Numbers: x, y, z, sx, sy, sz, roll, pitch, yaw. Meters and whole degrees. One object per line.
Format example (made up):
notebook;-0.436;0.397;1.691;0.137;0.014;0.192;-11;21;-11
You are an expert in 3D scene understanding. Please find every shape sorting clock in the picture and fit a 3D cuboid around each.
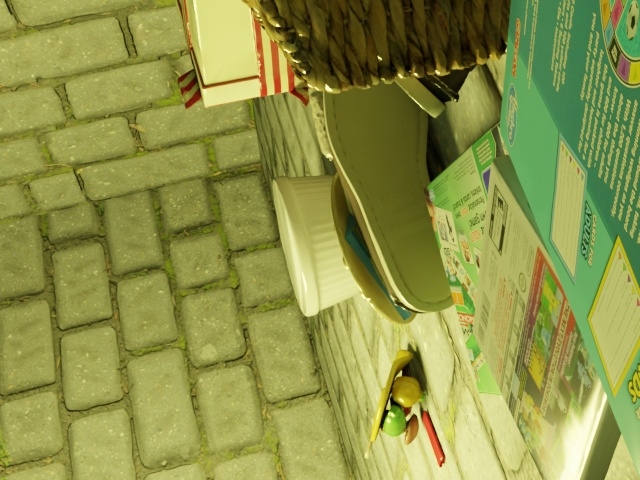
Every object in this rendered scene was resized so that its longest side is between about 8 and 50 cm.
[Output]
shape sorting clock;0.067;0.006;1.086;0.206;0.040;0.206;38;-139;-44

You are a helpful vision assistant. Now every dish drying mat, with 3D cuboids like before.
dish drying mat;0.173;0.302;1.354;0.032;0.008;0.083;89;168;-50

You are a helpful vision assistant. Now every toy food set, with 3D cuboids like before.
toy food set;0.130;0.263;1.407;0.218;0.071;0.128;96;-166;-55

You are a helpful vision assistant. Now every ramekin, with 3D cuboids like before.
ramekin;0.000;0.000;1.680;0.273;0.127;0.272;167;90;-83

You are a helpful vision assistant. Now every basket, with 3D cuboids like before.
basket;0.016;-0.284;0.635;0.223;0.214;0.299;-113;12;-51

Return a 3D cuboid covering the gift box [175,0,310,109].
gift box;-0.106;-0.348;1.355;0.258;0.255;0.276;92;167;-58

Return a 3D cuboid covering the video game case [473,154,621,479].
video game case;0.155;0.072;0.617;0.201;0.023;0.183;86;169;-47

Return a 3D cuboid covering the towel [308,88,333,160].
towel;0.023;-0.214;1.140;0.282;0.049;0.187;-61;-41;-73

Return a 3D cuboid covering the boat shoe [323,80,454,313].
boat shoe;0.075;-0.074;0.996;0.097;0.117;0.324;133;119;-80

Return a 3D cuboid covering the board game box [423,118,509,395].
board game box;0.163;0.023;0.730;0.317;0.046;0.213;127;128;-81

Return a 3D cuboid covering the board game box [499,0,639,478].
board game box;0.151;-0.048;0.331;0.336;0.079;0.253;-98;1;-47

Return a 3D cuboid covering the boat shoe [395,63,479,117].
boat shoe;0.091;-0.193;0.826;0.081;0.069;0.227;35;-158;-29
